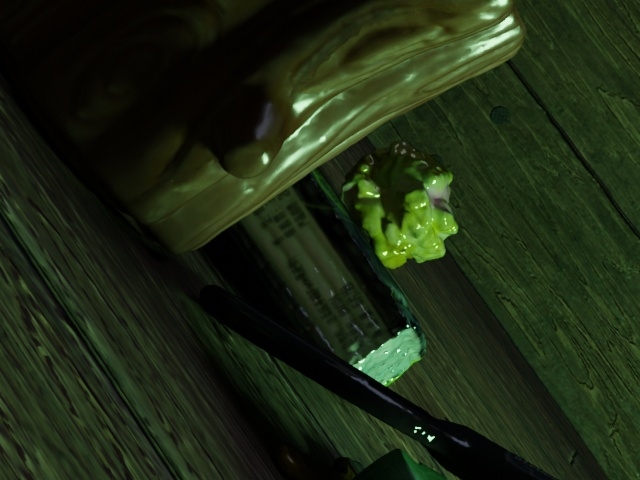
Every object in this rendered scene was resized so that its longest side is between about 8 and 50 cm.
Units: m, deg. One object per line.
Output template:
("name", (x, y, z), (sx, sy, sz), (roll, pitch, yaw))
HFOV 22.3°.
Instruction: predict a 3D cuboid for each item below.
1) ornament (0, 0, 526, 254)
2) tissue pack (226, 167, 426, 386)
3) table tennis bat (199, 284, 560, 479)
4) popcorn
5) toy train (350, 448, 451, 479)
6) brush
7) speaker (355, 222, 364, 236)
("ornament", (-0.034, -0.116, 0.833), (0.235, 0.217, 0.221), (48, 9, -47))
("tissue pack", (-0.024, -0.015, 1.006), (0.235, 0.073, 0.173), (55, 0, 11))
("table tennis bat", (0.037, 0.085, 0.807), (0.236, 0.027, 0.150), (30, -3, 21))
("popcorn", (0.090, -0.040, 1.786), (0.145, 0.126, 0.126), (64, 4, 31))
("toy train", (0.078, 0.182, 0.758), (0.104, 0.071, 0.178), (38, 14, -42))
("brush", (0.012, 0.124, 0.828), (0.043, 0.014, 0.170), (55, 7, 26))
("speaker", (0.000, 0.000, 1.255), (0.082, 0.044, 0.218), (52, 6, -13))
